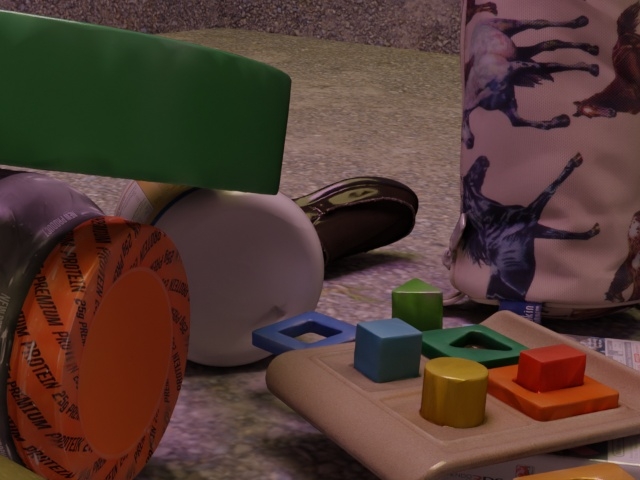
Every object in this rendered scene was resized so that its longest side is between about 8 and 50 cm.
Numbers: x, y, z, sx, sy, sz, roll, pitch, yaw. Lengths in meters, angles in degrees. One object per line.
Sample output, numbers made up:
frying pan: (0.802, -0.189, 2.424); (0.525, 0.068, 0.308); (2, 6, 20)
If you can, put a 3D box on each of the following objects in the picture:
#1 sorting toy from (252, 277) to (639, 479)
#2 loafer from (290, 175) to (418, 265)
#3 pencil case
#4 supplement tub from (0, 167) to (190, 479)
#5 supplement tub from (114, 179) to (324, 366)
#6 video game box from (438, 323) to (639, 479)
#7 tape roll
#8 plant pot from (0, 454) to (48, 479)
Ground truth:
sorting toy: (0.089, 0.081, 0.680); (0.196, 0.047, 0.348); (-9, 19, -28)
loafer: (0.000, 0.000, 1.072); (0.220, 0.080, 0.078); (-13, 43, -16)
pencil case: (0.186, -0.134, 0.938); (0.183, 0.410, 0.160); (-3, 6, -3)
supplement tub: (-0.251, 0.046, 0.656); (0.316, 0.193, 0.193); (8, 18, 17)
supplement tub: (-0.091, 0.003, 0.900); (0.144, 0.144, 0.200); (-3, 17, -17)
video game box: (0.172, 0.116, 0.726); (0.187, 0.048, 0.205); (7, 17, 12)
tape roll: (-0.180, -0.083, 0.676); (0.321, 0.077, 0.321); (6, 2, 0)
plant pot: (-0.182, 0.138, 0.301); (0.293, 0.275, 0.275); (14, 13, -16)
